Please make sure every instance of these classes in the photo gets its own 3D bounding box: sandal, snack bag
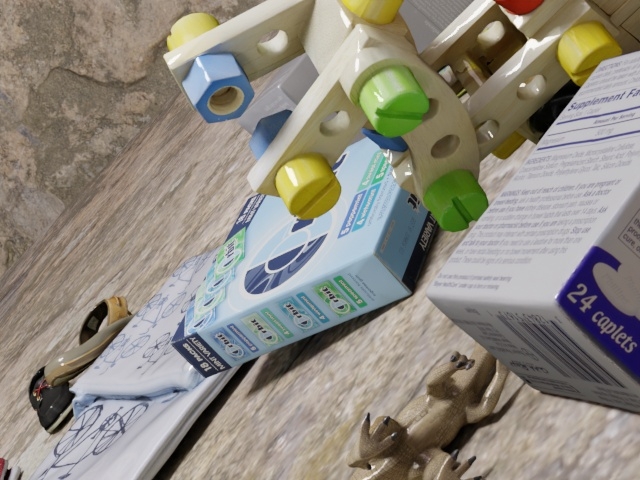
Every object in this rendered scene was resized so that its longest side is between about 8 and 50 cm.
[{"bbox_3d":[-0.206,0.083,1.330,0.072,0.049,0.180,-42,-5,33],"label":"sandal"},{"bbox_3d":[-0.145,0.120,1.117,0.342,0.037,0.323,-52,14,-22],"label":"snack bag"}]

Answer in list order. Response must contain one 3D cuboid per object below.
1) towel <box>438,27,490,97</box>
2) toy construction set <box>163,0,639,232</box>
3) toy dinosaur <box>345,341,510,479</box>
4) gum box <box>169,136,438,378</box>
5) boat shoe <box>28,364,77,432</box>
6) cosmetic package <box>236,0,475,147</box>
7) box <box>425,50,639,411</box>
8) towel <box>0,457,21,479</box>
[{"bbox_3d":[0.108,-0.129,1.089,0.060,0.009,0.083,-40,16,35],"label":"towel"},{"bbox_3d":[0.104,-0.127,0.683,0.328,0.215,0.151,-31,55,28],"label":"toy construction set"},{"bbox_3d":[0.038,0.095,0.633,0.183,0.053,0.092,-44,-3,-7],"label":"toy dinosaur"},{"bbox_3d":[0.000,0.000,0.931,0.184,0.041,0.157,-26,27,38],"label":"gum box"},{"bbox_3d":[-0.276,0.160,1.427,0.049,0.042,0.133,-47,15,-3],"label":"boat shoe"},{"bbox_3d":[0.047,-0.166,1.179,0.238,0.107,0.127,-51,9,-21],"label":"cosmetic package"},{"bbox_3d":[0.127,-0.008,0.555,0.137,0.072,0.126,-52,13,-11],"label":"box"},{"bbox_3d":[-0.407,0.360,1.293,0.329,0.037,0.237,-46,14,8],"label":"towel"}]
